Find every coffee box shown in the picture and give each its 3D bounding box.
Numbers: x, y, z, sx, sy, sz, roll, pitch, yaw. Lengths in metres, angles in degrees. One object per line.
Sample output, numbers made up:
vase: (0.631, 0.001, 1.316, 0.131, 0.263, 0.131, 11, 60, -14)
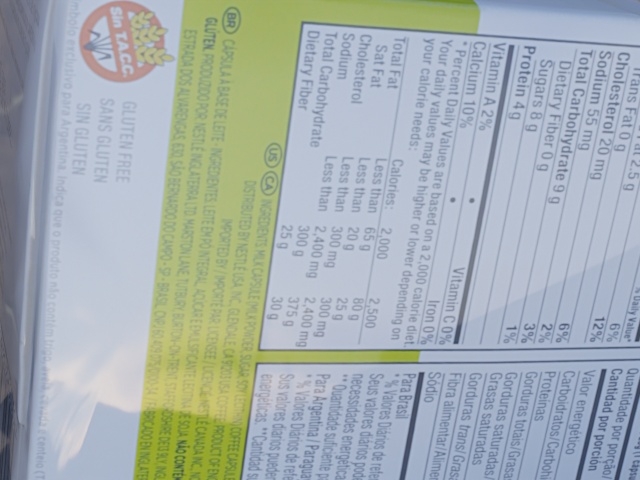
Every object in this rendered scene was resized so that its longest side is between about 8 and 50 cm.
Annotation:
coffee box: (0.000, 0.000, 0.731, 0.335, 0.338, 0.337, 1, 22, -17)
